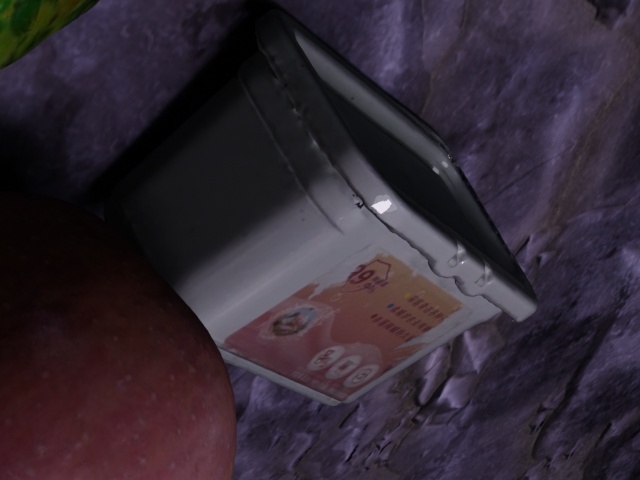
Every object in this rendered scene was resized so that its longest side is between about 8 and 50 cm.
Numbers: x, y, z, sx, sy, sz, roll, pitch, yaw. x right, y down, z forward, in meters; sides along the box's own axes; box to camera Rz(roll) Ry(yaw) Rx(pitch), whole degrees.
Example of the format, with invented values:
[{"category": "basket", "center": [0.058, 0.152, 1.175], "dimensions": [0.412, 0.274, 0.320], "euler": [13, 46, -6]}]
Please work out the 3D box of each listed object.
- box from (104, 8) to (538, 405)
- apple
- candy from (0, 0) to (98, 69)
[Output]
[{"category": "box", "center": [0.000, 0.000, 1.164], "dimensions": [0.182, 0.175, 0.312], "euler": [-36, 151, 14]}, {"category": "apple", "center": [-0.180, 0.112, 0.991], "dimensions": [0.235, 0.305, 0.306], "euler": [-42, 155, -31]}, {"category": "candy", "center": [-0.151, -0.147, 0.848], "dimensions": [0.246, 0.069, 0.149], "euler": [-46, 172, -36]}]
